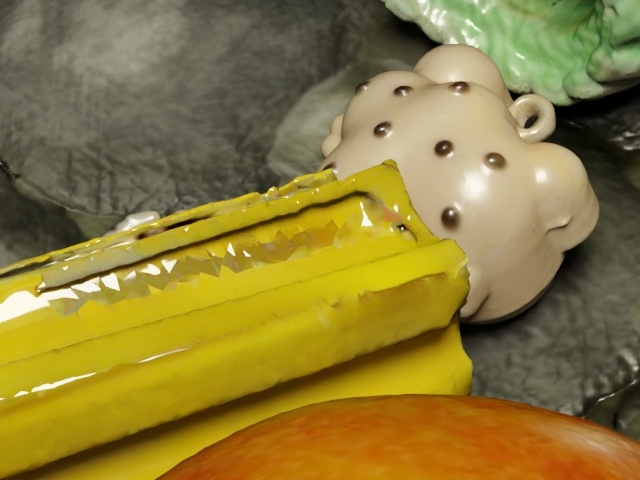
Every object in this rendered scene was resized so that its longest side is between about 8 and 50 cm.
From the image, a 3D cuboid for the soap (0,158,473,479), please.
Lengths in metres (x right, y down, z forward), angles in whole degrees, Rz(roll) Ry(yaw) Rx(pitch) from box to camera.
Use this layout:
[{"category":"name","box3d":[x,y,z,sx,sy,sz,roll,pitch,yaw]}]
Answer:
[{"category":"soap","box3d":[-0.092,0.096,0.727,0.324,0.204,0.096,-17,44,-15]}]

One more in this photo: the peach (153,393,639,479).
[{"category":"peach","box3d":[0.051,0.199,0.603,0.332,0.308,0.308,4,45,-33]}]

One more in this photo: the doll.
[{"category":"doll","box3d":[0.000,0.002,0.875,0.278,0.119,0.154,-23,51,7]}]

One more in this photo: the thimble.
[{"category":"thimble","box3d":[0.124,-0.188,0.920,0.219,0.219,0.150,28,63,28]}]
